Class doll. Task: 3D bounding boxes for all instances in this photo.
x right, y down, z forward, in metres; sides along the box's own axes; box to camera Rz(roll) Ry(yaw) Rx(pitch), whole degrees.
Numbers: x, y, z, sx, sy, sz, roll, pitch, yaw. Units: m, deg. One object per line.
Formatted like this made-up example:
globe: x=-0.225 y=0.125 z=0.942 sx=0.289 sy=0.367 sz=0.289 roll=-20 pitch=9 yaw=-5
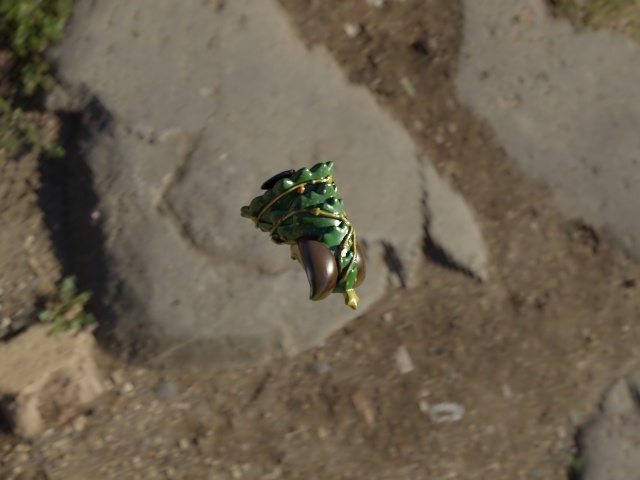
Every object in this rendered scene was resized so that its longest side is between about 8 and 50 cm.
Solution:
doll: x=0.005 y=-0.009 z=1.314 sx=0.113 sy=0.076 sz=0.078 roll=45 pitch=26 yaw=16
